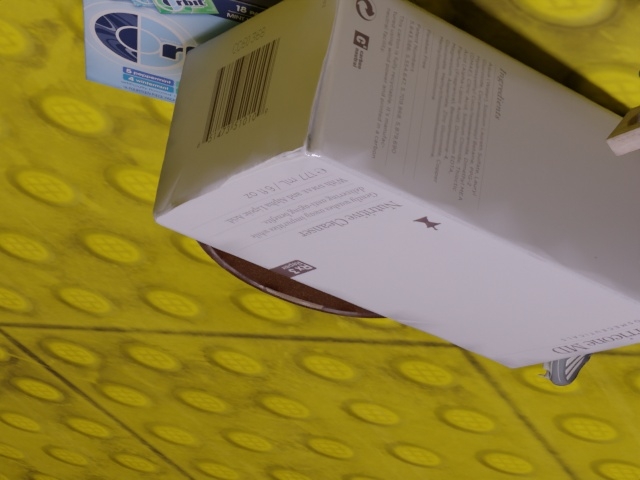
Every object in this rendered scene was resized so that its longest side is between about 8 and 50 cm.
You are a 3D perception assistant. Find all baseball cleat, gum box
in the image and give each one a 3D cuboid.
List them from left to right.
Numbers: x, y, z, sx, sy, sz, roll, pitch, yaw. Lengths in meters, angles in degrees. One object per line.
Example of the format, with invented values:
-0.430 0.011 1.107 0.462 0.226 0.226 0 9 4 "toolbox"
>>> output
-0.109 -0.168 1.353 0.157 0.041 0.184 15 156 1 "gum box"
0.263 0.090 1.622 0.109 0.072 0.206 4 157 11 "baseball cleat"

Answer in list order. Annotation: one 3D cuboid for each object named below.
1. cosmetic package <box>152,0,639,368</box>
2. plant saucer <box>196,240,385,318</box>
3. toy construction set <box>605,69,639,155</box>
0.092 -0.039 1.313 0.385 0.156 0.217 24 155 -29 "cosmetic package"
0.000 0.000 1.628 0.310 0.050 0.310 15 155 7 "plant saucer"
0.302 -0.066 1.171 0.237 0.257 0.309 44 171 -14 "toy construction set"
